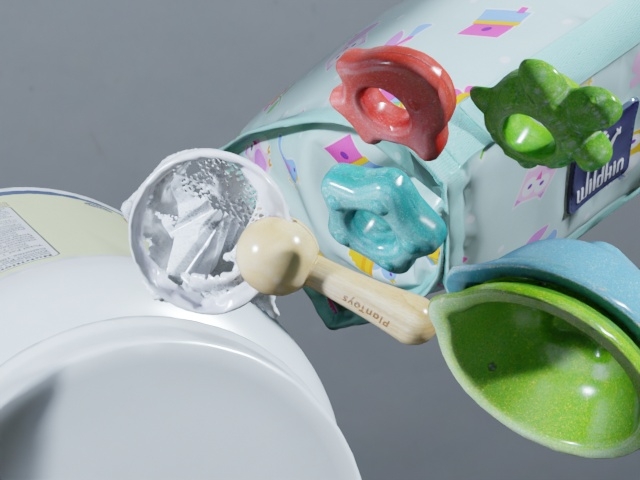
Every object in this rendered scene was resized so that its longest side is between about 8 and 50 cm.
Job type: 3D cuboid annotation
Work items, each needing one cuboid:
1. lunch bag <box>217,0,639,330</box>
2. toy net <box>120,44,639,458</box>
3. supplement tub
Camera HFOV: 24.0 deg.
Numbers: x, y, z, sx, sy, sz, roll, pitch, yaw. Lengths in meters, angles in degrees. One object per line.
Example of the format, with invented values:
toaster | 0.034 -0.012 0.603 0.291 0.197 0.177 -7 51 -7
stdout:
lunch bag | 0.093 -0.066 0.814 0.223 0.262 0.160 -35 95 -20
toy net | 0.000 0.000 0.473 0.232 0.045 0.122 4 137 42
supplement tub | -0.129 0.108 0.771 0.235 0.325 0.235 -4 102 -21
